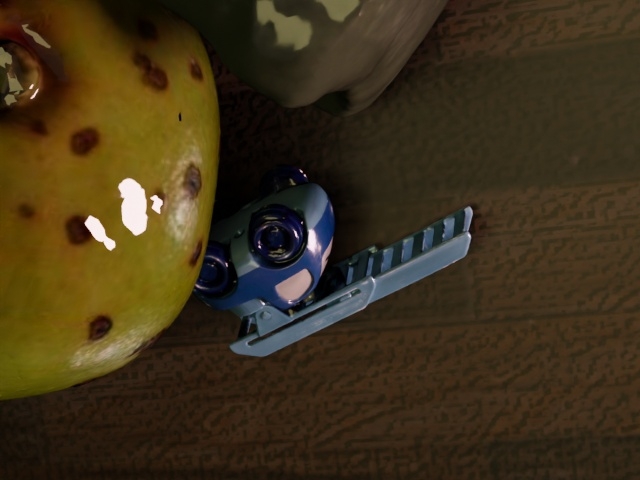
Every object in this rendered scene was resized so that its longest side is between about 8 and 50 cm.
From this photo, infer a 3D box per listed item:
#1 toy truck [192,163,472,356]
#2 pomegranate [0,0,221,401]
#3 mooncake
[{"bbox_3d":[0.000,0.000,0.730,0.136,0.063,0.074,-27,113,22],"label":"toy truck"},{"bbox_3d":[-0.176,-0.041,0.701,0.286,0.231,0.230,-2,100,50],"label":"pomegranate"},{"bbox_3d":[0.001,-0.118,0.651,0.104,0.175,0.168,29,64,7],"label":"mooncake"}]
